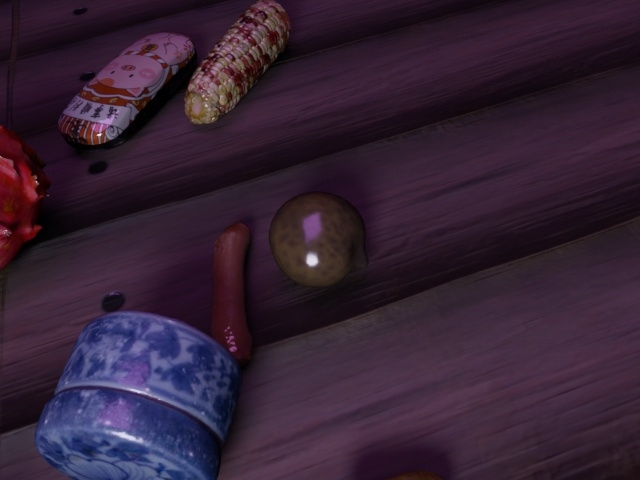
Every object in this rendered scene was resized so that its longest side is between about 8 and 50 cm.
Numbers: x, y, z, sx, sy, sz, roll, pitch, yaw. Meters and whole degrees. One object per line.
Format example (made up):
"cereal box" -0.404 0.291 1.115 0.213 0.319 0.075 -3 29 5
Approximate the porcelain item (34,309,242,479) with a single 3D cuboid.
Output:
"porcelain item" -0.146 0.142 0.508 0.147 0.147 0.114 3 50 12

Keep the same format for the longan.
"longan" 0.000 0.000 0.650 0.113 0.092 0.113 4 48 -5

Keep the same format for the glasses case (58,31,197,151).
"glasses case" -0.279 -0.227 0.919 0.103 0.067 0.267 11 50 21

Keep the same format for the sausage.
"sausage" -0.094 0.050 0.655 0.043 0.043 0.186 -9 47 1

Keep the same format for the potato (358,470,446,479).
"potato" 0.058 0.208 0.484 0.092 0.046 0.045 -6 11 -9

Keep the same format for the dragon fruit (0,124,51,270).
"dragon fruit" -0.433 -0.029 0.678 0.268 0.205 0.210 -31 77 -9

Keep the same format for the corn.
"corn" -0.123 -0.268 0.920 0.086 0.086 0.253 15 53 22
